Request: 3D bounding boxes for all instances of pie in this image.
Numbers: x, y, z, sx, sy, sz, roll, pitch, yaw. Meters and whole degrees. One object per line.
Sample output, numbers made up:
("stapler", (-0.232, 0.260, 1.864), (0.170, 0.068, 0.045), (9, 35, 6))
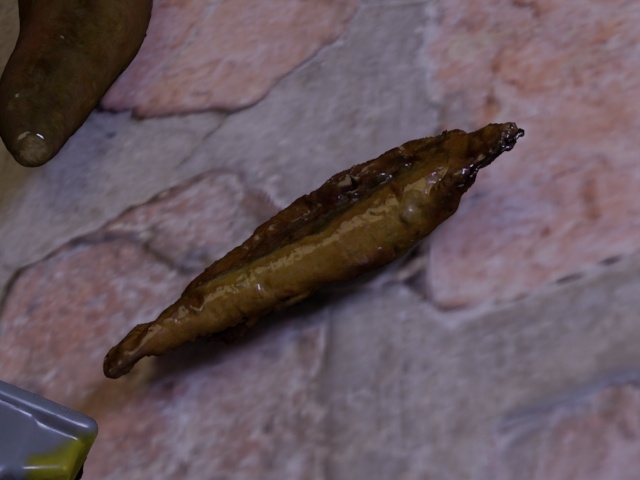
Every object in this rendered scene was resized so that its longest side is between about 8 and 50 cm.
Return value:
("pie", (-0.002, 0.000, 0.812), (0.191, 0.033, 0.088), (-29, 19, 5))

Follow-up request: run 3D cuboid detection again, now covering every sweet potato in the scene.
("sweet potato", (-0.125, -0.114, 1.022), (0.077, 0.077, 0.244), (-17, 45, 20))

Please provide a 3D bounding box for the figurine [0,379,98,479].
("figurine", (-0.213, 0.161, 0.653), (0.342, 0.167, 0.285), (-38, 20, 29))
